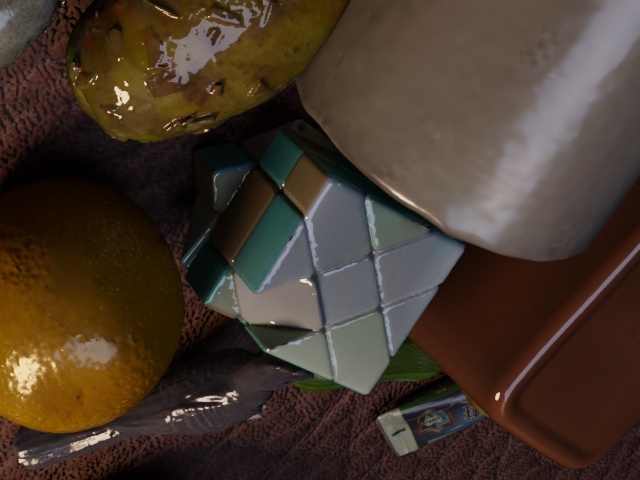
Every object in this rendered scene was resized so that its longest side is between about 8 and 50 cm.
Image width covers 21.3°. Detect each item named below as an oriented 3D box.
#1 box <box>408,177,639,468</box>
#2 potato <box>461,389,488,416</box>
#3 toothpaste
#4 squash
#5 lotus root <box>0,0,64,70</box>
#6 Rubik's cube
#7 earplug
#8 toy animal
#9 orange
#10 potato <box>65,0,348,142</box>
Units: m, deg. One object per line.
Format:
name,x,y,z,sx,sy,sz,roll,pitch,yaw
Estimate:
box,0.264,0.033,1.759,0.339,0.229,0.239,-49,135,6
potato,0.259,0.143,1.964,0.200,0.164,0.081,-23,144,2
toothpaste,0.252,0.151,2.044,0.392,0.061,0.099,-28,139,1
squash,0.059,0.126,1.899,0.219,0.068,0.077,-2,114,-28
lotus root,-0.256,-0.193,1.373,0.165,0.088,0.088,-47,138,5
Rubik's cube,0.000,0.000,1.636,0.265,0.213,0.224,28,100,-34
earplug,0.209,-0.221,1.435,0.312,0.313,0.394,12,124,-39
toy animal,-0.126,0.165,1.795,0.367,0.081,0.206,-18,173,29
orange,-0.230,0.057,1.532,0.236,0.236,0.236,-16,139,-15
potato,-0.079,-0.194,1.425,0.298,0.141,0.176,-36,144,8
